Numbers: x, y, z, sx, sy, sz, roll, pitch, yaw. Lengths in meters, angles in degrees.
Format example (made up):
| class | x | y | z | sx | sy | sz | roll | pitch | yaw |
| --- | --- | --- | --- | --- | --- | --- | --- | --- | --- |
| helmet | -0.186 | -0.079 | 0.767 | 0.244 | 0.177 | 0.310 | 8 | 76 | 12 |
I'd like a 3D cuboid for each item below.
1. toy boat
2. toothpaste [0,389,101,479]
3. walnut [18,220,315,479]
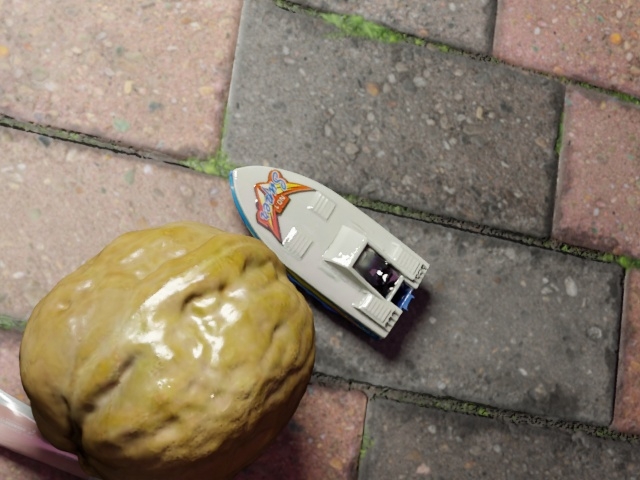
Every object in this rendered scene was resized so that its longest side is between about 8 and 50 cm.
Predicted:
| class | x | y | z | sx | sy | sz | roll | pitch | yaw |
| --- | --- | --- | --- | --- | --- | --- | --- | --- | --- |
| toy boat | 0.000 | 0.000 | 1.715 | 0.295 | 0.088 | 0.129 | 38 | 70 | -11 |
| toothpaste | -0.328 | 0.241 | 1.579 | 0.194 | 0.043 | 0.067 | 28 | 70 | -8 |
| walnut | -0.163 | 0.130 | 1.526 | 0.344 | 0.306 | 0.306 | -40 | 95 | -36 |
